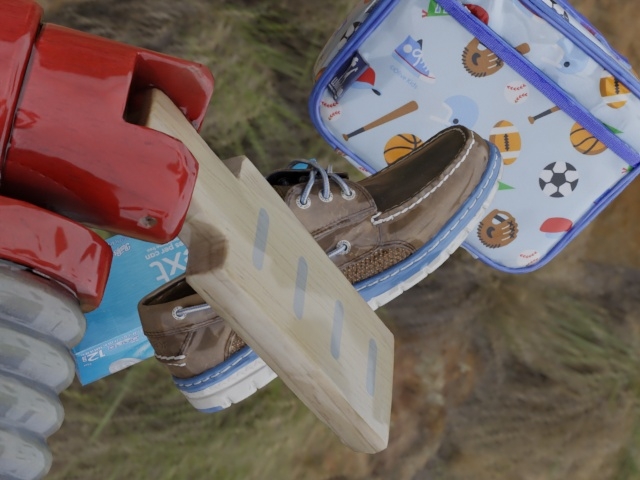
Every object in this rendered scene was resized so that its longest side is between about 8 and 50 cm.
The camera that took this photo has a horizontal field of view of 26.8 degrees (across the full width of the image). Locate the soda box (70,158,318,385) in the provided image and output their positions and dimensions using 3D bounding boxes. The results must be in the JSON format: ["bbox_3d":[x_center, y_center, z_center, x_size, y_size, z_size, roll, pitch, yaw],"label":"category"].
[{"bbox_3d":[-0.085,0.021,0.939,0.210,0.071,0.067,-23,159,-14],"label":"soda box"}]

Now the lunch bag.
[{"bbox_3d":[0.149,-0.134,1.231,0.243,0.303,0.115,-46,-164,22],"label":"lunch bag"}]

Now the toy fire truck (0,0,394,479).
[{"bbox_3d":[-0.085,0.036,0.344,0.158,0.246,0.217,130,-28,-69],"label":"toy fire truck"}]

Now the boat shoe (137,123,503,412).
[{"bbox_3d":[0.000,0.000,0.606,0.183,0.066,0.066,-39,113,-6],"label":"boat shoe"}]
